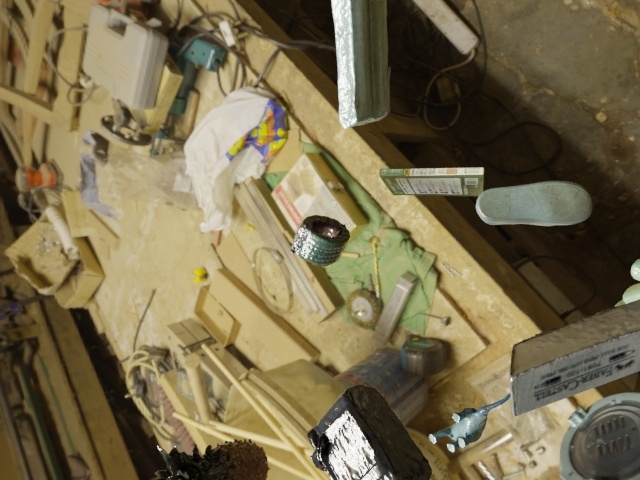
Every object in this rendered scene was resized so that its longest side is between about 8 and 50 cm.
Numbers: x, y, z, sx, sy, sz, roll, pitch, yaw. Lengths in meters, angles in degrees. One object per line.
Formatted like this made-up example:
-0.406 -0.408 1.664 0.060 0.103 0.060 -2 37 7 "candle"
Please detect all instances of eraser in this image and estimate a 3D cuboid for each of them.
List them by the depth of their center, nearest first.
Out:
0.508 0.220 0.810 0.077 0.353 0.111 -118 11 -66 "eraser"

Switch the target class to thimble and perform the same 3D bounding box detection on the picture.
0.002 0.000 1.035 0.118 0.135 0.090 33 118 20 "thimble"

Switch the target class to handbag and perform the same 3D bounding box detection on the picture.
0.102 0.470 0.934 0.181 0.181 0.254 -53 52 19 "handbag"

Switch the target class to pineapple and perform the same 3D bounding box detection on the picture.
-0.286 0.594 1.066 0.166 0.364 0.165 -12 65 28 "pineapple"

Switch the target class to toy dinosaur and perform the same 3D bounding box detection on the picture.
0.376 0.491 1.093 0.076 0.145 0.329 57 150 39 "toy dinosaur"

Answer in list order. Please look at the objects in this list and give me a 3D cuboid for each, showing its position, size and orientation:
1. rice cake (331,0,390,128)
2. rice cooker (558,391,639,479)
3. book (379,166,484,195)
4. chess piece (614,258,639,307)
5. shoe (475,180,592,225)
0.052 -0.259 0.528 0.040 0.085 0.226 17 124 40 "rice cake"
0.597 0.434 0.724 0.317 0.264 0.316 0 86 -3 "rice cooker"
0.314 -0.161 1.173 0.264 0.202 0.027 3 83 21 "book"
0.865 0.149 1.066 0.176 0.176 0.298 25 149 34 "chess piece"
0.380 -0.064 0.772 0.195 0.078 0.079 -2 88 4 "shoe"
